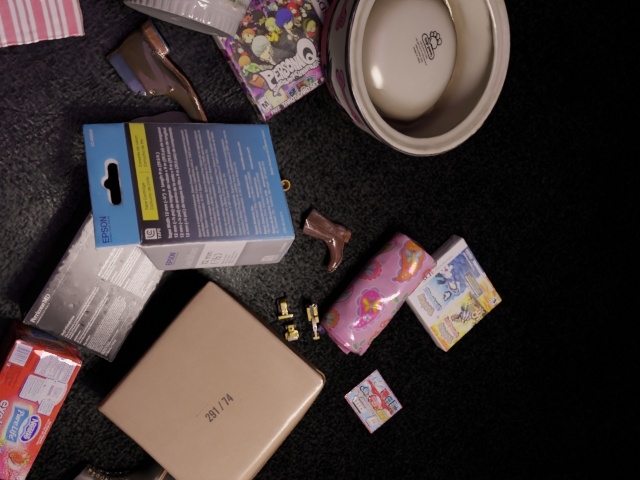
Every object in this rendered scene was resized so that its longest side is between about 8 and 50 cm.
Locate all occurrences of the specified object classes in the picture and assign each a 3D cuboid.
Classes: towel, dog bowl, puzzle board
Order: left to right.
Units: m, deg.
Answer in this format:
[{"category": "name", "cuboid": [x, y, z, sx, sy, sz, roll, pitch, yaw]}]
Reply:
[{"category": "towel", "cuboid": [-0.513, -0.408, 1.381, 0.197, 0.029, 0.144, -15, 109, -23]}, {"category": "puzzle board", "cuboid": [0.124, 0.373, 1.872, 0.096, 0.011, 0.128, -39, 115, -11]}, {"category": "dog bowl", "cuboid": [0.178, -0.376, 1.601, 0.408, 0.150, 0.408, -9, 107, -32]}]

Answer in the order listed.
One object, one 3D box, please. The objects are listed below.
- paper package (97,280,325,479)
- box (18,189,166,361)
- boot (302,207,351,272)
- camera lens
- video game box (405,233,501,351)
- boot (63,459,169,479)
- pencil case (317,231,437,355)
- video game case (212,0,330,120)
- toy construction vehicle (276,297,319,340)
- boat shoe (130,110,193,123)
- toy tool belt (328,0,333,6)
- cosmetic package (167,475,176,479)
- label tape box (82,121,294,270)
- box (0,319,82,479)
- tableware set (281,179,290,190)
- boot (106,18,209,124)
[{"category": "paper package", "cuboid": [-0.197, 0.294, 1.554, 0.309, 0.168, 0.325, 40, 86, 7]}, {"category": "box", "cuboid": [-0.407, 0.063, 1.504, 0.184, 0.103, 0.261, 32, 89, -31]}, {"category": "boot", "cuboid": [0.000, 0.000, 1.707, 0.114, 0.037, 0.106, 28, 78, -30]}, {"category": "camera lens", "cuboid": [-0.205, -0.509, 1.383, 0.219, 0.219, 0.274, 14, 97, -26]}, {"category": "video game box", "cuboid": [0.297, 0.121, 1.867, 0.187, 0.048, 0.205, -40, 115, -7]}, {"category": "boot", "cuboid": [-0.410, 0.475, 1.627, 0.198, 0.077, 0.137, -39, 110, -12]}, {"category": "pencil case", "cuboid": [0.123, 0.117, 1.751, 0.124, 0.124, 0.284, 41, 85, -27]}, {"category": "video game case", "cuboid": [-0.071, -0.382, 1.575, 0.232, 0.042, 0.210, -35, 115, -13]}, {"category": "toy construction vehicle", "cuboid": [-0.046, 0.168, 1.719, 0.085, 0.035, 0.098, -8, 107, -6]}, {"category": "boat shoe", "cuboid": [-0.296, -0.210, 1.521, 0.125, 0.038, 0.046, -14, 67, -26]}, {"category": "toy tool belt", "cuboid": [0.025, -0.497, 1.584, 0.052, 0.051, 0.083, -20, 111, -18]}, {"category": "cosmetic package", "cuboid": [-0.240, 0.580, 1.682, 0.151, 0.151, 0.184, -9, 107, -23]}, {"category": "label tape box", "cuboid": [-0.245, -0.081, 1.467, 0.347, 0.115, 0.249, -4, 65, -22]}, {"category": "box", "cuboid": [-0.554, 0.293, 1.484, 0.128, 0.122, 0.257, 25, 92, -27]}, {"category": "tableware set", "cuboid": [-0.126, -0.074, 1.639, 0.154, 0.024, 0.104, -45, 116, -8]}, {"category": "boot", "cuboid": [-0.295, -0.284, 1.492, 0.106, 0.082, 0.219, -30, 110, 2]}]
